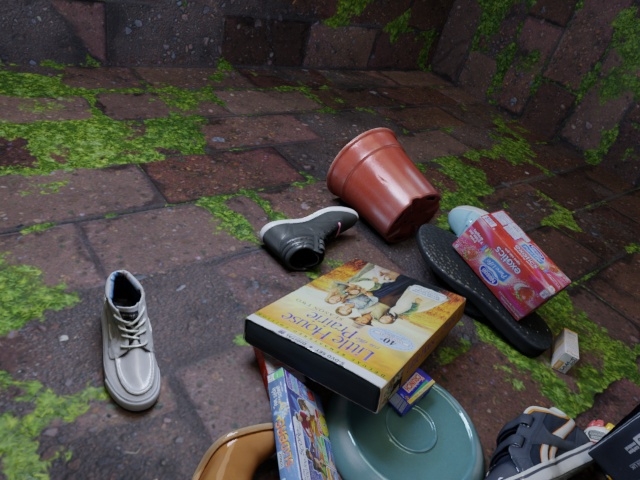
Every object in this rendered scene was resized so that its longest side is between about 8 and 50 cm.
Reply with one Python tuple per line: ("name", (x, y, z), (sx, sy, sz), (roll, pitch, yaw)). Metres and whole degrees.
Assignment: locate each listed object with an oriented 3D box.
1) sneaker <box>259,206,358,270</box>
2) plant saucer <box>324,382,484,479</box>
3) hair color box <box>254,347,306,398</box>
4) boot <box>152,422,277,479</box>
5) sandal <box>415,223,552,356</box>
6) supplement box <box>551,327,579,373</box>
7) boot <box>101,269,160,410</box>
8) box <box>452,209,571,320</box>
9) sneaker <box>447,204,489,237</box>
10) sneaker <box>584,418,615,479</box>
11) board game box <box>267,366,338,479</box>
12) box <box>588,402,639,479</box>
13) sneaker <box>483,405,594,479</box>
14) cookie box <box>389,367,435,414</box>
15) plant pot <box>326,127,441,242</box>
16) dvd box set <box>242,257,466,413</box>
("sneaker", (0.000, 0.000, 1.246), (0.296, 0.104, 0.146), (-14, 47, -28))
("plant saucer", (0.165, 0.360, 0.879), (0.318, 0.043, 0.317), (11, 35, -8))
("hair color box", (-0.085, 0.241, 0.931), (0.072, 0.043, 0.141), (-1, 38, -23))
("boot", (-0.122, 0.402, 0.651), (0.284, 0.109, 0.220), (-12, 50, -46))
("sandal", (0.403, 0.138, 1.241), (0.168, 0.107, 0.445), (-23, 64, -44))
("supplement box", (0.608, 0.273, 1.160), (0.036, 0.062, 0.098), (27, 37, 10))
("boot", (-0.352, 0.170, 0.845), (0.095, 0.123, 0.258), (-9, 43, -32))
("box", (0.486, 0.058, 1.194), (0.128, 0.122, 0.256), (-15, 59, -42))
("sneaker", (0.482, 0.019, 1.388), (0.150, 0.135, 0.365), (-4, 40, -32))
("sneaker", (0.611, 0.463, 0.904), (0.093, 0.087, 0.225), (-29, 50, -30))
("board game box", (-0.027, 0.328, 0.773), (0.035, 0.136, 0.201), (-30, 39, 11))
("box", (0.819, 0.391, 0.757), (0.481, 0.297, 0.471), (-10, 47, -36))
("sneaker", (0.373, 0.393, 0.853), (0.322, 0.126, 0.127), (2, 41, -37))
("cookie box", (0.154, 0.273, 0.918), (0.092, 0.040, 0.107), (-21, 51, -43))
("plant pot", (0.203, -0.152, 1.415), (0.273, 0.272, 0.265), (-14, 55, -36))
("dvd box set", (0.091, 0.165, 0.991), (0.308, 0.062, 0.421), (20, 26, 31))
